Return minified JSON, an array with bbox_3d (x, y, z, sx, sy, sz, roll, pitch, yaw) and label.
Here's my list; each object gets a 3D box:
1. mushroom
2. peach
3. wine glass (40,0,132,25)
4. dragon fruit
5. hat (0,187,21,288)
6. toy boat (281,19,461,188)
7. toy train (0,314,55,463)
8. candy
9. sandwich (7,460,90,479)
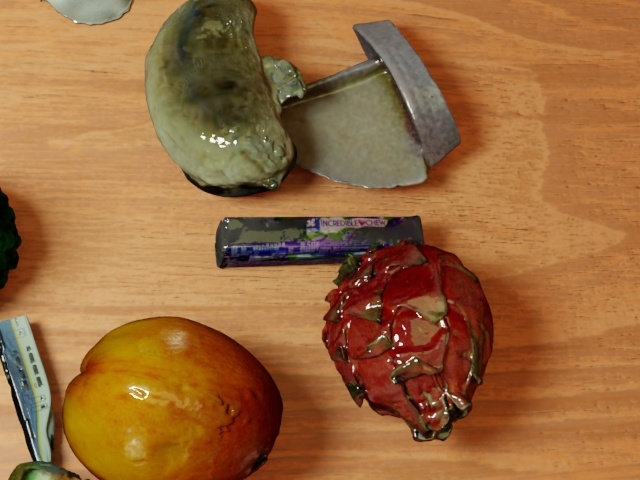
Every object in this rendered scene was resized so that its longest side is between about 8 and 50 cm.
[{"bbox_3d":[-0.148,-0.231,1.618,0.247,0.130,0.344,-11,71,15],"label":"mushroom"},{"bbox_3d":[-0.187,0.220,1.415,0.281,0.281,0.238,19,74,-6],"label":"peach"},{"bbox_3d":[-0.343,-0.443,1.628,0.156,0.232,0.156,4,71,-12],"label":"wine glass"},{"bbox_3d":[0.128,0.140,1.539,0.244,0.244,0.299,-5,66,-14],"label":"dragon fruit"},{"bbox_3d":[-0.527,-0.018,1.388,0.274,0.332,0.242,-37,84,-23],"label":"hat"},{"bbox_3d":[0.073,-0.188,1.709,0.293,0.111,0.276,-41,77,-12],"label":"toy boat"},{"bbox_3d":[-0.391,0.220,1.487,0.051,0.052,0.234,-16,75,-22],"label":"toy train"},{"bbox_3d":[0.000,0.000,1.628,0.312,0.088,0.061,-2,73,-13],"label":"candy"},{"bbox_3d":[-0.317,0.417,1.383,0.212,0.109,0.292,-26,81,-46],"label":"sandwich"}]
